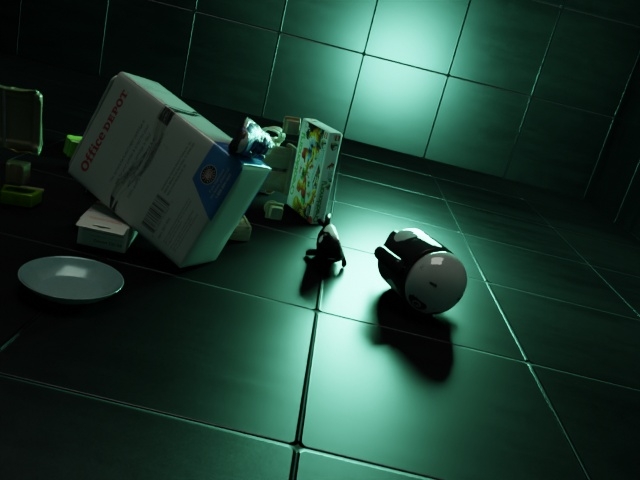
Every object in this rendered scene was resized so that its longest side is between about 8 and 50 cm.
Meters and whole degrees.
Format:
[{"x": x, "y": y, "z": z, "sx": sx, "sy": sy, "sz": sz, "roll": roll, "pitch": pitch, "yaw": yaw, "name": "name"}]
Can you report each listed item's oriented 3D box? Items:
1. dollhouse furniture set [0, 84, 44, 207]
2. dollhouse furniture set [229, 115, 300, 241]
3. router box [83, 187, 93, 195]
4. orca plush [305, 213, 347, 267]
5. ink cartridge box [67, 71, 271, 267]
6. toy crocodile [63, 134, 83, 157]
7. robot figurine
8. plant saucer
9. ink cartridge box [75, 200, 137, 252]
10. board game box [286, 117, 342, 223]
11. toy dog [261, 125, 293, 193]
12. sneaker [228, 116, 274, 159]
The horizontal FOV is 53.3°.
[{"x": -0.788, "y": -0.258, "z": 1.610, "sx": 0.197, "sy": 0.302, "sz": 0.151, "roll": 9, "pitch": 22, "yaw": -9, "name": "dollhouse furniture set"}, {"x": -0.247, "y": -0.198, "z": 1.759, "sx": 0.303, "sy": 0.356, "sz": 0.174, "roll": 6, "pitch": 19, "yaw": -22, "name": "dollhouse furniture set"}, {"x": -0.635, "y": -0.229, "z": 1.840, "sx": 0.046, "sy": 0.179, "sz": 0.133, "roll": 13, "pitch": 17, "yaw": -12, "name": "router box"}, {"x": 0.000, "y": 0.000, "z": 1.774, "sx": 0.102, "sy": 0.151, "sz": 0.287, "roll": -18, "pitch": 24, "yaw": 2, "name": "orca plush"}, {"x": -0.363, "y": -0.170, "z": 1.520, "sx": 0.395, "sy": 0.285, "sz": 0.166, "roll": 38, "pitch": 15, "yaw": 14, "name": "ink cartridge box"}, {"x": -0.638, "y": -0.275, "z": 2.037, "sx": 0.340, "sy": 0.115, "sz": 0.105, "roll": 7, "pitch": 39, "yaw": -24, "name": "toy crocodile"}, {"x": 0.251, "y": 0.076, "z": 1.629, "sx": 0.209, "sy": 0.174, "sz": 0.278, "roll": -18, "pitch": 29, "yaw": -16, "name": "robot figurine"}, {"x": -0.488, "y": 0.085, "z": 1.251, "sx": 0.195, "sy": 0.037, "sz": 0.195, "roll": 13, "pitch": 19, "yaw": -5, "name": "plant saucer"}, {"x": -0.507, "y": -0.029, "z": 1.526, "sx": 0.115, "sy": 0.067, "sz": 0.198, "roll": 12, "pitch": 17, "yaw": -7, "name": "ink cartridge box"}, {"x": -0.024, "y": -0.229, "z": 2.095, "sx": 0.053, "sy": 0.305, "sz": 0.193, "roll": 1, "pitch": 22, "yaw": -30, "name": "board game box"}, {"x": -0.237, "y": -0.250, "z": 2.216, "sx": 0.333, "sy": 0.161, "sz": 0.220, "roll": -8, "pitch": -36, "yaw": 31, "name": "toy dog"}, {"x": -0.149, "y": -0.224, "z": 1.430, "sx": 0.081, "sy": 0.080, "sz": 0.211, "roll": 34, "pitch": 15, "yaw": -4, "name": "sneaker"}]
